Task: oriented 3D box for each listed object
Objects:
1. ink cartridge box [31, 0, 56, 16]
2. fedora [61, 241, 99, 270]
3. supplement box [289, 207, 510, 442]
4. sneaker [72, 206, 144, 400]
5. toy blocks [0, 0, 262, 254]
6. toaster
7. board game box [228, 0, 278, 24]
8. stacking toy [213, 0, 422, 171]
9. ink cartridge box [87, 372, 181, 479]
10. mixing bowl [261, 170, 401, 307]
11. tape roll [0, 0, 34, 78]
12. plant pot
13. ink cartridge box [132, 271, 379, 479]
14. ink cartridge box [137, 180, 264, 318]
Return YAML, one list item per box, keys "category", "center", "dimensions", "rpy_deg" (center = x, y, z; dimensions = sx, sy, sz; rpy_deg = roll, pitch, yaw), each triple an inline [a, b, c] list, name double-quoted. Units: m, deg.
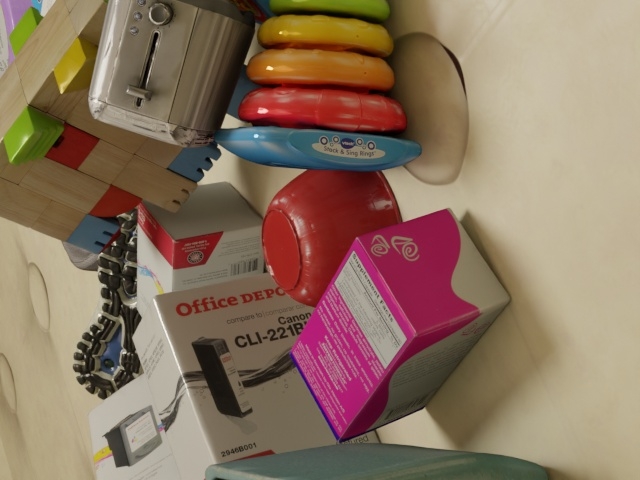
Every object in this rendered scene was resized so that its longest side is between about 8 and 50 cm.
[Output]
- category: "ink cartridge box"
  center: [-0.251, -0.298, 1.588]
  dimensions: [0.233, 0.168, 0.171]
  rpy_deg: [64, 149, 27]
- category: "fedora"
  center: [-0.325, -0.030, 1.884]
  dimensions: [0.275, 0.124, 0.244]
  rpy_deg: [7, 106, 62]
- category: "supplement box"
  center: [0.069, 0.084, 1.176]
  dimensions: [0.114, 0.111, 0.220]
  rpy_deg: [60, 147, 21]
- category: "sneaker"
  center: [-0.246, 0.060, 1.746]
  dimensions: [0.130, 0.147, 0.330]
  rpy_deg: [28, 110, 5]
- category: "toy blocks"
  center: [-0.237, -0.132, 1.437]
  dimensions: [0.381, 0.261, 0.191]
  rpy_deg: [-48, 41, 19]
- category: "toaster"
  center: [-0.145, -0.176, 1.224]
  dimensions: [0.227, 0.129, 0.146]
  rpy_deg: [-50, -22, -82]
- category: "board game box"
  center: [-0.169, -0.371, 1.301]
  dimensions: [0.302, 0.086, 0.308]
  rpy_deg: [44, 172, -33]
- category: "stacking toy"
  center: [0.008, -0.218, 1.180]
  dimensions: [0.166, 0.175, 0.302]
  rpy_deg: [-171, 86, -67]
- category: "ink cartridge box"
  center: [-0.174, 0.332, 1.561]
  dimensions: [0.226, 0.131, 0.306]
  rpy_deg: [57, 179, -25]
- category: "mixing bowl"
  center: [0.000, 0.000, 1.302]
  dimensions: [0.181, 0.098, 0.181]
  rpy_deg: [31, 126, 56]
- category: "tape roll"
  center: [-0.538, -0.374, 2.200]
  dimensions: [0.275, 0.090, 0.275]
  rpy_deg: [35, 131, 53]
- category: "plant pot"
  center: [0.076, 0.296, 1.099]
  dimensions: [0.247, 0.252, 0.248]
  rpy_deg: [-13, 89, 62]
- category: "ink cartridge box"
  center: [-0.072, 0.181, 1.399]
  dimensions: [0.273, 0.197, 0.114]
  rpy_deg: [66, 149, 23]
- category: "ink cartridge box"
  center: [-0.154, 0.037, 1.577]
  dimensions: [0.127, 0.128, 0.176]
  rpy_deg: [44, 137, 48]
